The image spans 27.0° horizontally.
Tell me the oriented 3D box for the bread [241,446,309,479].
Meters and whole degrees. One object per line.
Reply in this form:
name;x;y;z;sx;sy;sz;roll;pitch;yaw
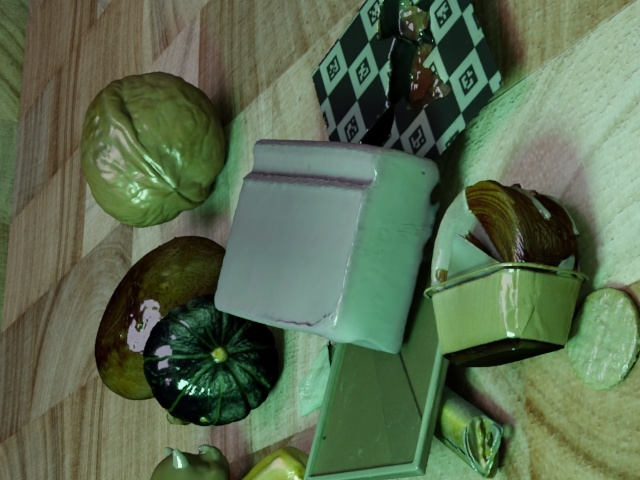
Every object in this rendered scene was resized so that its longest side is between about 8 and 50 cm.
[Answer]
bread;-0.097;0.430;1.996;0.305;0.142;0.091;-45;-4;26

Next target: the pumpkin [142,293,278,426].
pumpkin;-0.178;0.195;2.167;0.162;0.221;0.220;144;132;-70

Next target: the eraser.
eraser;0.000;0.000;1.870;0.359;0.122;0.272;11;85;60

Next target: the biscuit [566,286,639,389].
biscuit;0.314;0.109;1.484;0.120;0.015;0.120;-33;51;54

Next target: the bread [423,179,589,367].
bread;0.209;0.037;1.573;0.224;0.142;0.211;-25;61;60

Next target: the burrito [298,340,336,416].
burrito;0.002;0.211;2.010;0.118;0.044;0.074;-55;33;34

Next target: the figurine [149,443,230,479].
figurine;-0.222;0.455;2.164;0.177;0.173;0.247;-114;42;-76

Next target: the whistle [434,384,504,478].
whistle;0.142;0.209;1.729;0.326;0.057;0.068;35;111;60

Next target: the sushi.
sushi;0.132;-0.223;1.905;0.359;0.064;0.343;-50;42;39

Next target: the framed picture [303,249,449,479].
framed picture;0.088;0.167;1.770;0.240;0.020;0.324;-20;48;49

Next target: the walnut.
walnut;-0.318;-0.172;2.536;0.313;0.277;0.252;-122;18;-47

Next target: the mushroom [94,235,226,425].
mushroom;-0.280;0.139;2.402;0.345;0.239;0.345;-23;49;29
